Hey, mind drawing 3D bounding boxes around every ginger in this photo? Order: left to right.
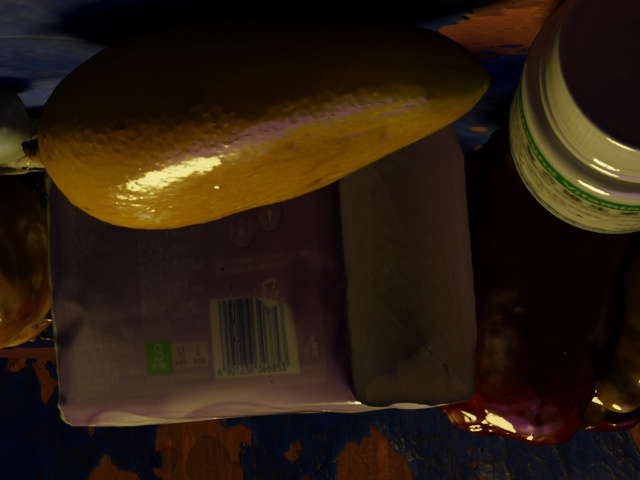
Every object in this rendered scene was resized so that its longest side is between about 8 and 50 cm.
[{"bbox_3d":[-0.302,0.017,1.700,0.254,0.176,0.418,-5,177,-23],"label":"ginger"}]

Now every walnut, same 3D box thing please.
[{"bbox_3d":[0.210,0.029,1.470,0.244,0.269,0.222,-2,169,38],"label":"walnut"}]

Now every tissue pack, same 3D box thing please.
[{"bbox_3d":[-0.056,0.018,1.457,0.338,0.242,0.160,-7,172,44],"label":"tissue pack"}]

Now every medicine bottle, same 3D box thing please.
[{"bbox_3d":[0.186,-0.084,1.109,0.139,0.139,0.237,-1,173,0],"label":"medicine bottle"}]

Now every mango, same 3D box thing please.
[{"bbox_3d":[-0.048,-0.080,1.200,0.317,0.119,0.176,-10,161,24],"label":"mango"}]

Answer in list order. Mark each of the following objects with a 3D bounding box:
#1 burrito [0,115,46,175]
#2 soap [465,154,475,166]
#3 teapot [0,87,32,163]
[{"bbox_3d":[-0.232,-0.075,1.482,0.149,0.055,0.041,-3,-147,34],"label":"burrito"},{"bbox_3d":[0.167,-0.015,1.789,0.199,0.091,0.315,2,171,-22],"label":"soap"},{"bbox_3d":[-0.391,-0.048,1.362,0.318,0.220,0.149,-34,154,-33],"label":"teapot"}]
